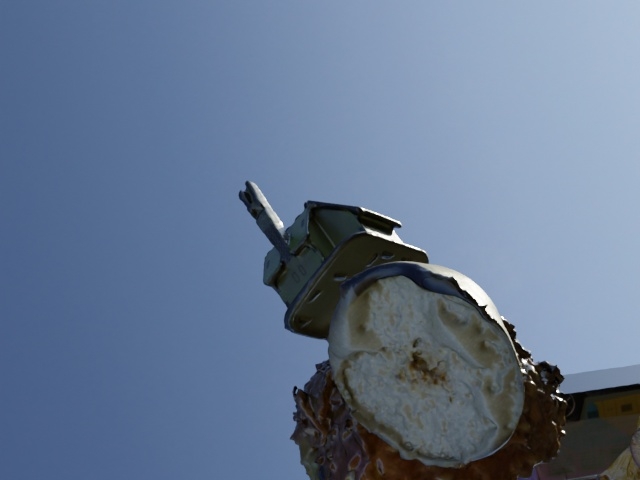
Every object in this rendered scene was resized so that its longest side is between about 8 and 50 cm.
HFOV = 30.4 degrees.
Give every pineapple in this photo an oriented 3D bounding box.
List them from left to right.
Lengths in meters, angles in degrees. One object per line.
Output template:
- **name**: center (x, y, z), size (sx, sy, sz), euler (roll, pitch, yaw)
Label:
- **pineapple**: center (0.490, 0.350, 1.798), size (0.069, 0.137, 0.116), euler (64, -153, -55)

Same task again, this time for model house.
- **model house**: center (0.000, 0.000, 1.885), size (0.218, 0.278, 0.205), euler (20, -65, -47)

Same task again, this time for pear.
- **pear**: center (0.141, 0.119, 1.412), size (0.178, 0.267, 0.267), euler (-47, -54, -57)

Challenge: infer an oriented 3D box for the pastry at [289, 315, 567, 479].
- **pastry**: center (0.140, 0.272, 1.724), size (0.405, 0.292, 0.337), euler (-44, -95, -9)

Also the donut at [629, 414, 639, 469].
- **donut**: center (0.414, 0.213, 1.276), size (0.152, 0.152, 0.058), euler (56, -142, -34)

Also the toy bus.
- **toy bus**: center (0.490, 0.310, 1.992), size (0.386, 0.171, 0.162), euler (-7, -87, -12)
